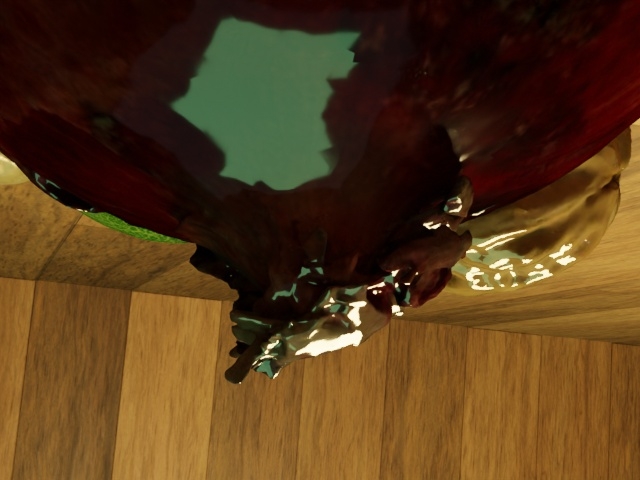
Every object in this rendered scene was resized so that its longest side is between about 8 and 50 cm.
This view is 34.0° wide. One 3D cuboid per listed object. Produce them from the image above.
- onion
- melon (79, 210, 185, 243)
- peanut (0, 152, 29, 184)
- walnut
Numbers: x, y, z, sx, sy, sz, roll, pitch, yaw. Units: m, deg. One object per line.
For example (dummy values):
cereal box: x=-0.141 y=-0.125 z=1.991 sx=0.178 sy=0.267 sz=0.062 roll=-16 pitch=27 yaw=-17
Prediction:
onion: x=0.001 y=-0.083 z=0.423 sx=0.347 sy=0.285 sz=0.347 roll=-2 pitch=162 yaw=-1
melon: x=-0.151 y=-0.053 z=0.921 sx=0.169 sy=0.129 sz=0.265 roll=41 pitch=174 yaw=11
peanut: x=-0.338 y=-0.108 z=0.958 sx=0.117 sy=0.101 sz=0.263 roll=22 pitch=178 yaw=23
walnut: x=0.112 y=-0.055 z=0.791 sx=0.245 sy=0.198 sz=0.198 roll=3 pitch=171 yaw=26
